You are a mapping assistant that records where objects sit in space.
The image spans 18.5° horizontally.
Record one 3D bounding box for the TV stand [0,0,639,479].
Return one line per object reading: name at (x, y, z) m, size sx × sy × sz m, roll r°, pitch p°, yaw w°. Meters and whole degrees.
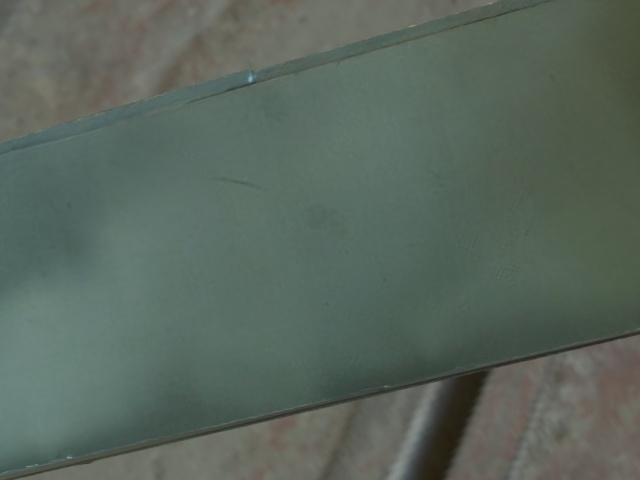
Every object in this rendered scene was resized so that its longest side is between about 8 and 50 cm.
TV stand at (0.000, 0.000, 0.509) m, size 0.270 × 0.083 × 0.088 m, roll -14°, pitch 84°, yaw 11°
